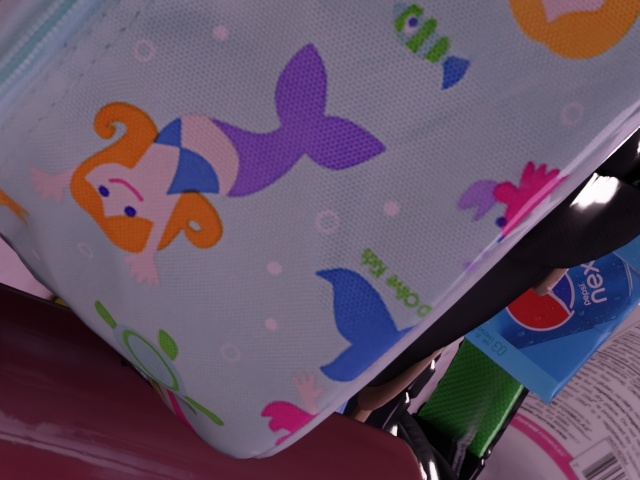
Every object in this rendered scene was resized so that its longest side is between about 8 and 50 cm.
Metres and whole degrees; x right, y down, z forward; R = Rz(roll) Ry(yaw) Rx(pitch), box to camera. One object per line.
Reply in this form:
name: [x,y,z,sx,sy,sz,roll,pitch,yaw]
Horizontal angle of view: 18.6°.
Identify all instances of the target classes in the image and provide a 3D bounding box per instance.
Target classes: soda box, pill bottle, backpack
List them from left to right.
backpack: [0.009,-0.074,0.428,0.225,0.191,0.253,-45,-169,6]
soda box: [0.099,-0.014,0.833,0.067,0.071,0.210,-51,-177,21]
pill bottle: [0.195,0.138,1.298,0.283,0.160,0.160,-25,153,-40]

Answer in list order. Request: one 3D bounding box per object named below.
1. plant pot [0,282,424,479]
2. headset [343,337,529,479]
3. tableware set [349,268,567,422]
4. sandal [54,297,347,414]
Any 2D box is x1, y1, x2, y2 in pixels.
plant pot: [-0.073,0.103,0.527,0.180,0.201,0.201,10,140,-11]
headset: [0.024,0.161,0.991,0.394,0.185,0.243,-53,160,-7]
tableware set: [0.066,-0.014,0.559,0.141,0.020,0.168,-51,-172,-30]
sandal: [0.000,0.000,0.727,0.138,0.126,0.317,-25,155,-50]
